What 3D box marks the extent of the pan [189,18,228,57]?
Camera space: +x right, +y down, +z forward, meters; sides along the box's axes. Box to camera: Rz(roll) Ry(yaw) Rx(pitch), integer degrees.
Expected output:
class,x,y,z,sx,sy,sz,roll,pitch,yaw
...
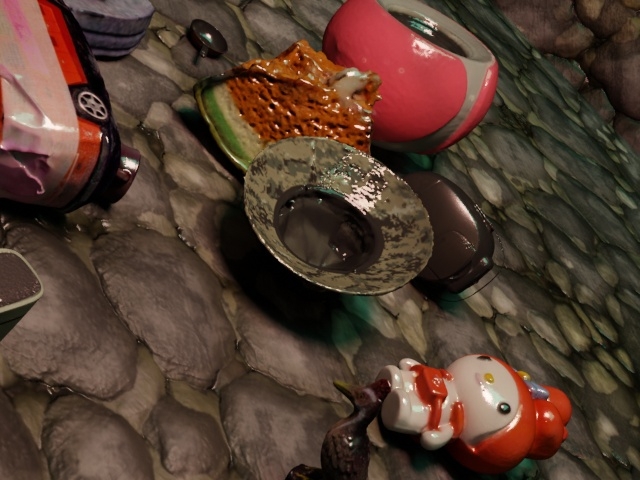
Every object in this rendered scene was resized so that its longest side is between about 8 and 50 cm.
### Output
class,x,y,z,sx,sy,sz,roll,pitch,yaw
pan,-0.173,-0.289,1.643,0.068,0.023,0.115,38,26,-17

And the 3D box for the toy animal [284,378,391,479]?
class,x,y,z,sx,sy,sz,roll,pitch,yaw
toy animal,0.024,0.219,1.113,0.105,0.202,0.070,32,20,22

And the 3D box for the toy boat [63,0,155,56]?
class,x,y,z,sx,sy,sz,roll,pitch,yaw
toy boat,-0.325,-0.299,1.394,0.283,0.078,0.127,7,44,-49

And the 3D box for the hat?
class,x,y,z,sx,sy,sz,roll,pitch,yaw
hat,0.000,0.000,1.398,0.266,0.128,0.265,19,43,-18

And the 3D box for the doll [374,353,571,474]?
class,x,y,z,sx,sy,sz,roll,pitch,yaw
doll,0.206,0.216,1.392,0.291,0.129,0.161,12,35,-26

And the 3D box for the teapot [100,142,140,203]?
class,x,y,z,sx,sy,sz,roll,pitch,yaw
teapot,-0.235,-0.080,1.245,0.045,0.067,0.100,29,-3,-26

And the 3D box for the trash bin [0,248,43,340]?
class,x,y,z,sx,sy,sz,roll,pitch,yaw
trash bin,-0.302,0.071,0.886,0.059,0.130,0.116,53,29,12

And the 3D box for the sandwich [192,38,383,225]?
class,x,y,z,sx,sy,sz,roll,pitch,yaw
sandwich,-0.032,-0.159,1.500,0.292,0.212,0.109,22,14,-5

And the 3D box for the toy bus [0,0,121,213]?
class,x,y,z,sx,sy,sz,roll,pitch,yaw
toy bus,-0.325,-0.172,1.179,0.147,0.127,0.302,8,47,-42

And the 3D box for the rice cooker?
class,x,y,z,sx,sy,sz,roll,pitch,yaw
rice cooker,0.180,-0.010,1.645,0.203,0.142,0.118,55,17,8

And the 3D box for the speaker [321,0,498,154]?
class,x,y,z,sx,sy,sz,roll,pitch,yaw
speaker,0.135,-0.277,1.791,0.294,0.294,0.294,33,31,-23
